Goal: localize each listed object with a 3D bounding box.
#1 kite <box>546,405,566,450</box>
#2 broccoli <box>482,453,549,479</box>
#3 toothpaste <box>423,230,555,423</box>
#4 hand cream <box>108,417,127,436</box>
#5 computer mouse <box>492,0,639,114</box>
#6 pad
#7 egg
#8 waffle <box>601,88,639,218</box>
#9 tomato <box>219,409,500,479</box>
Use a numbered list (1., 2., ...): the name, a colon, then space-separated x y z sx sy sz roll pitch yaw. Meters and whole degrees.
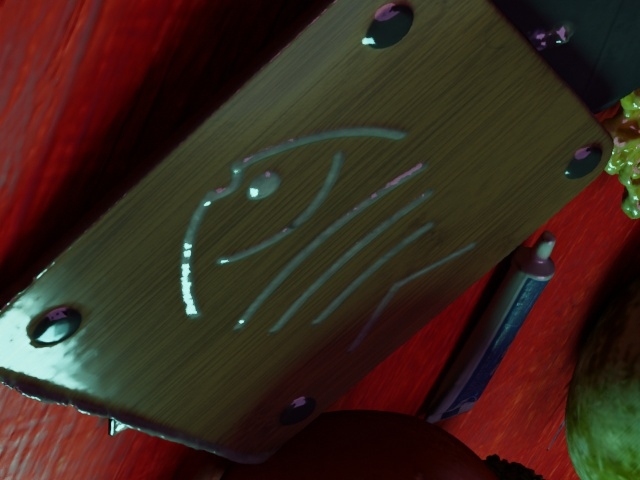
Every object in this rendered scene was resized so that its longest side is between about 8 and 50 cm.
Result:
1. kite: 0.293 0.132 1.502 0.183 0.010 0.160 -20 138 -52
2. broccoli: 0.088 0.260 1.143 0.176 0.226 0.198 27 121 -20
3. toothpaste: 0.135 0.069 1.132 0.057 0.035 0.197 -11 138 -40
4. hand cream: -0.056 0.059 0.812 0.143 0.039 0.061 -27 149 -29
5. computer mouse: 0.099 -0.131 0.750 0.295 0.087 0.168 -21 150 -24
6. pad: 0.000 0.000 0.740 0.286 0.018 0.284 -42 148 11
7. egg: 0.349 0.142 1.344 0.238 0.238 0.289 -18 152 -48
8. waffle: 0.289 -0.132 1.080 0.243 0.059 0.238 -43 153 -12
9. tomato: 0.027 0.164 0.951 0.199 0.112 0.228 -17 160 12
